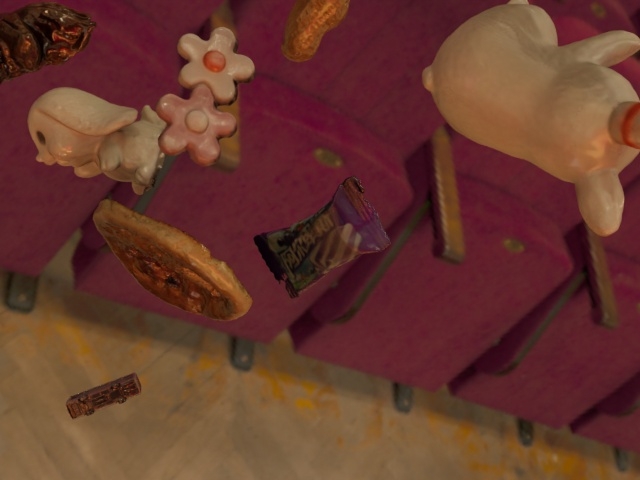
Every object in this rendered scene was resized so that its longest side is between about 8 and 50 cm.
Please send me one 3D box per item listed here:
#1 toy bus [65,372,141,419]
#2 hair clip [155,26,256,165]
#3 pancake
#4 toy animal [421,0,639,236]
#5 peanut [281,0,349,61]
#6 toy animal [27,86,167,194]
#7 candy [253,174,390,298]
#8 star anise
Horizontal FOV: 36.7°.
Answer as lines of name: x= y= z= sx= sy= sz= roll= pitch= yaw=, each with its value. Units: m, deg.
toy bus: x=-0.383 y=0.274 z=1.705 sx=0.052 sy=0.131 sz=0.036 roll=-122 pitch=-169 yaw=-74
hair clip: x=-0.196 y=-0.245 z=1.619 sx=0.146 sy=0.075 sz=0.257 roll=27 pitch=58 yaw=-24
pancake: x=-0.282 y=0.046 z=1.825 sx=0.356 sy=0.356 sz=0.065 roll=42 pitch=66 yaw=-23
toy animal: x=0.224 y=-0.109 z=0.845 sx=0.138 sy=0.140 sz=0.282 roll=-17 pitch=38 yaw=-38
peanut: x=-0.006 y=-0.473 z=2.011 sx=0.108 sy=0.226 sz=0.095 roll=27 pitch=17 yaw=-21
toy animal: x=-0.430 y=-0.209 z=1.929 sx=0.289 sy=0.249 sz=0.174 roll=23 pitch=78 yaw=-34
candy: x=0.000 y=0.000 z=1.783 sx=0.145 sy=0.275 sz=0.070 roll=59 pitch=32 yaw=-1
star anise: x=-0.486 y=-0.280 z=1.445 sx=0.108 sy=0.315 sz=0.315 roll=65 pitch=35 yaw=-21
